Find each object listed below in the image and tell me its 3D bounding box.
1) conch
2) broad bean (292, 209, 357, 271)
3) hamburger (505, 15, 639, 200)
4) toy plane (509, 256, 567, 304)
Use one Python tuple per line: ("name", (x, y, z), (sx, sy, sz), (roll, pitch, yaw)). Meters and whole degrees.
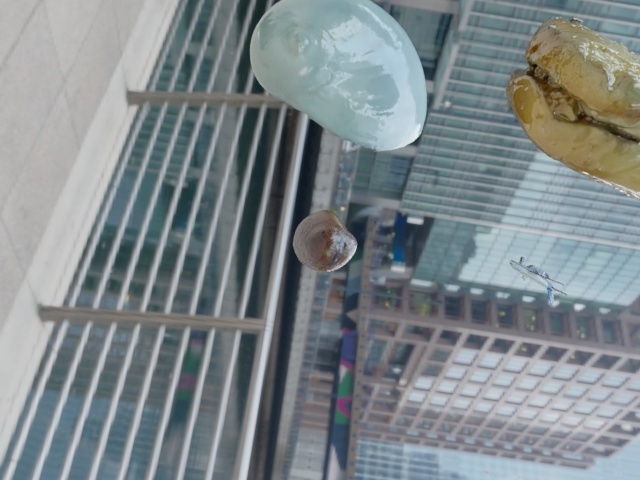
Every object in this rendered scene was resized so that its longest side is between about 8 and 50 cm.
("conch", (0.033, -0.186, 0.765), (0.121, 0.221, 0.184), (-30, -125, 56))
("broad bean", (0.000, 0.000, 1.302), (0.114, 0.084, 0.165), (-59, -153, 5))
("hamburger", (0.269, -0.114, 0.614), (0.213, 0.214, 0.108), (-83, -161, -59))
("toy plane", (0.262, 0.045, 0.855), (0.024, 0.084, 0.078), (-52, -164, -11))
